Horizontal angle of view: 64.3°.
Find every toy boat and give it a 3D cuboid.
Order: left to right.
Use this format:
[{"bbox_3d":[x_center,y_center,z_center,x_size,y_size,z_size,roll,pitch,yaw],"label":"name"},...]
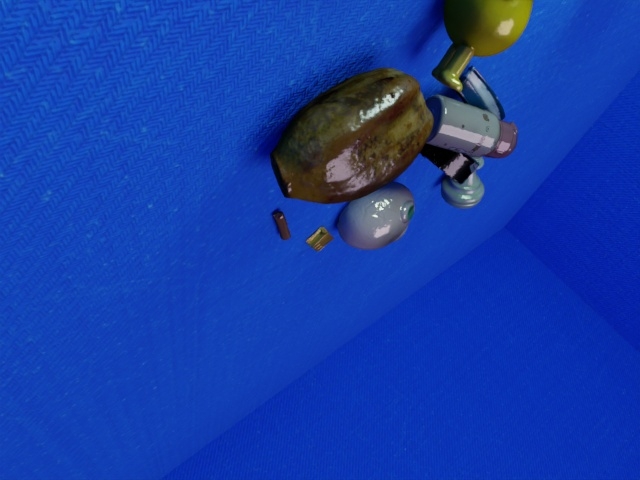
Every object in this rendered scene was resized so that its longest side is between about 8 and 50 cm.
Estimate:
[{"bbox_3d":[0.376,-0.339,1.213,0.062,0.096,0.299,-38,159,20],"label":"toy boat"}]

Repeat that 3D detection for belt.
[{"bbox_3d":[0.325,-0.214,1.286,0.078,0.151,0.199,-51,152,21],"label":"belt"}]

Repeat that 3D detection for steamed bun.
[{"bbox_3d":[0.160,-0.057,1.347,0.228,0.130,0.177,-28,156,-28],"label":"steamed bun"}]

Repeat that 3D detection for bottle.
[{"bbox_3d":[0.339,-0.248,1.151,0.234,0.109,0.110,10,134,-23],"label":"bottle"}]

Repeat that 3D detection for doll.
[{"bbox_3d":[0.302,-0.429,0.849,0.362,0.145,0.199,-58,-164,19],"label":"doll"}]

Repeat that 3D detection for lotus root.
[{"bbox_3d":[0.042,-0.167,0.854,0.291,0.193,0.193,-37,161,-19],"label":"lotus root"}]

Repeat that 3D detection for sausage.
[{"bbox_3d":[-0.083,-0.033,1.098,0.026,0.026,0.116,-38,160,-11],"label":"sausage"}]

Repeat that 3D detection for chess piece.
[{"bbox_3d":[0.464,-0.235,1.587,0.139,0.139,0.271,-33,147,-24],"label":"chess piece"}]

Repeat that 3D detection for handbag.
[{"bbox_3d":[0.000,0.000,1.321,0.061,0.027,0.083,-43,162,1],"label":"handbag"}]
